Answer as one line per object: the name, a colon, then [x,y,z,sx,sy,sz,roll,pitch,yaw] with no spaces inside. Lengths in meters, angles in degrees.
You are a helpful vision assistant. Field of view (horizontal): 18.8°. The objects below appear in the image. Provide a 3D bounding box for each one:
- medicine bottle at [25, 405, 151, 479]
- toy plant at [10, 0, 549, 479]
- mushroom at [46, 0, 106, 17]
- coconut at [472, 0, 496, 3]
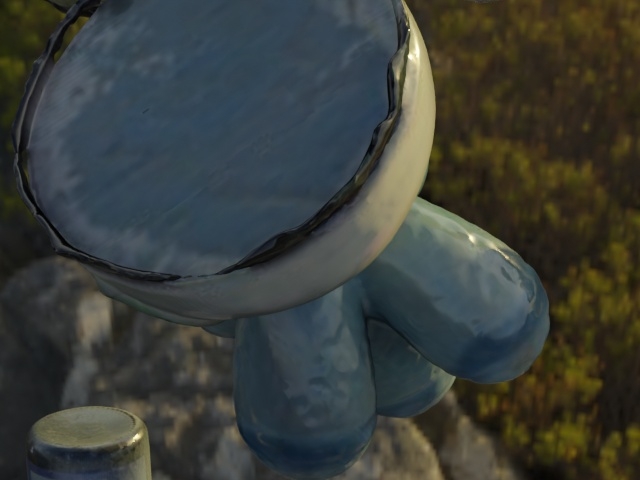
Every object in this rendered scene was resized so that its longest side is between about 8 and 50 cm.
medicine bottle: [-0.150,0.218,1.298,0.083,0.203,0.083,-3,16,1]
toy plant: [0.000,0.000,1.112,0.247,0.332,0.247,-12,56,18]
mushroom: [-0.136,-0.337,1.637,0.344,0.130,0.247,-25,85,-8]
coconut: [0.154,-0.283,1.852,0.124,0.110,0.110,-4,39,42]
